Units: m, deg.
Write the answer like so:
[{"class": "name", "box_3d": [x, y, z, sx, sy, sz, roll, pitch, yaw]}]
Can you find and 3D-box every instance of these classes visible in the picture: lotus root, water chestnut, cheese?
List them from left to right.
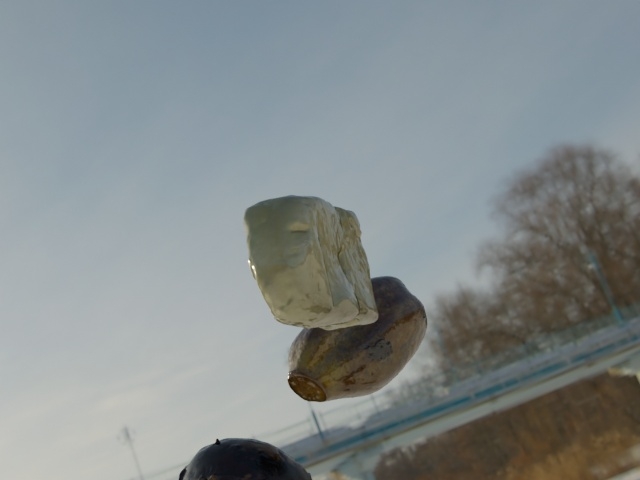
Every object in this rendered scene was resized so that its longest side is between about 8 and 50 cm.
[{"class": "water chestnut", "box_3d": [-0.137, 0.511, 1.880, 0.300, 0.300, 0.300, -20, -17, -6]}, {"class": "cheese", "box_3d": [-0.008, 0.032, 1.248, 0.093, 0.159, 0.263, -21, -14, 16]}, {"class": "lotus root", "box_3d": [0.066, 0.187, 1.846, 0.291, 0.193, 0.193, -31, -8, -39]}]
